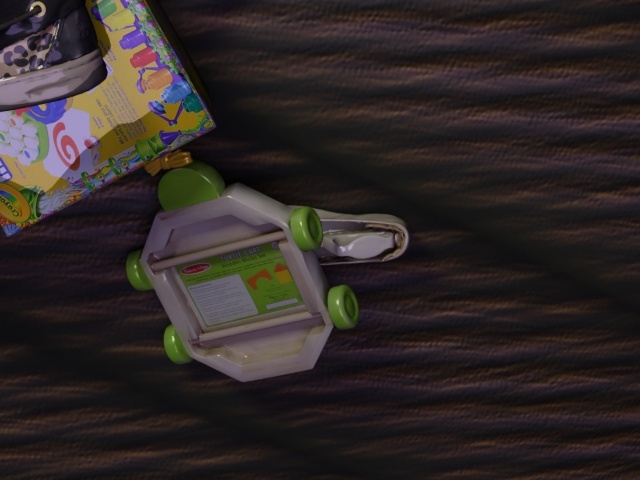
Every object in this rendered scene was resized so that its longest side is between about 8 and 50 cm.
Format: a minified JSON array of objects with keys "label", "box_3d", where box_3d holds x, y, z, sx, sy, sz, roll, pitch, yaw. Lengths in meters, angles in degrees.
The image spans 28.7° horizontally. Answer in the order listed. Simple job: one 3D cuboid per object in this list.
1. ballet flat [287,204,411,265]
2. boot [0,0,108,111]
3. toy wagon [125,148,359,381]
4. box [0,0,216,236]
[{"label":"ballet flat","box_3d":[0.000,0.000,1.639,0.248,0.086,0.086,-3,111,-7]},{"label":"boot","box_3d":[-0.420,-0.261,1.253,0.377,0.138,0.284,-9,112,-8]},{"label":"toy wagon","box_3d":[-0.115,0.025,1.593,0.267,0.068,0.344,-14,114,24]},{"label":"box","box_3d":[-0.314,-0.211,1.455,0.279,0.177,0.290,-27,113,2]}]
